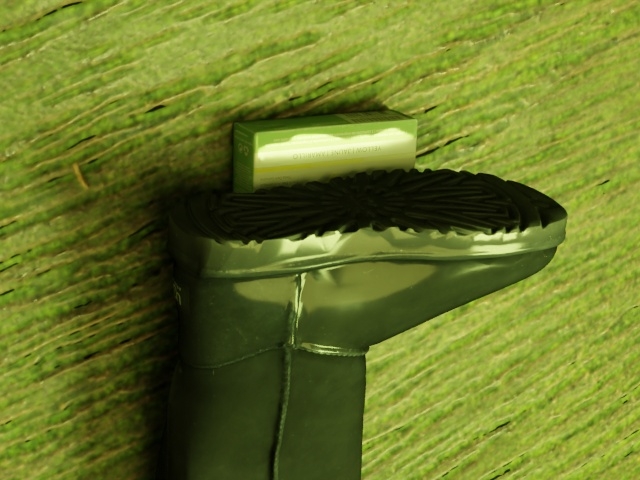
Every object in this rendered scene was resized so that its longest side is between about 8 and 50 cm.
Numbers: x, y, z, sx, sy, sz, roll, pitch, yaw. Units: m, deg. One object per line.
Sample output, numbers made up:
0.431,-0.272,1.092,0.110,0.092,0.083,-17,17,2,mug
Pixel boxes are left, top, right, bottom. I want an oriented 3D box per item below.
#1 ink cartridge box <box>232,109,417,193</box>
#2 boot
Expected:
0.000,0.000,1.646,0.171,0.056,0.235,-7,109,-27,ink cartridge box
0.028,0.167,1.624,0.367,0.146,0.445,-3,115,-15,boot
